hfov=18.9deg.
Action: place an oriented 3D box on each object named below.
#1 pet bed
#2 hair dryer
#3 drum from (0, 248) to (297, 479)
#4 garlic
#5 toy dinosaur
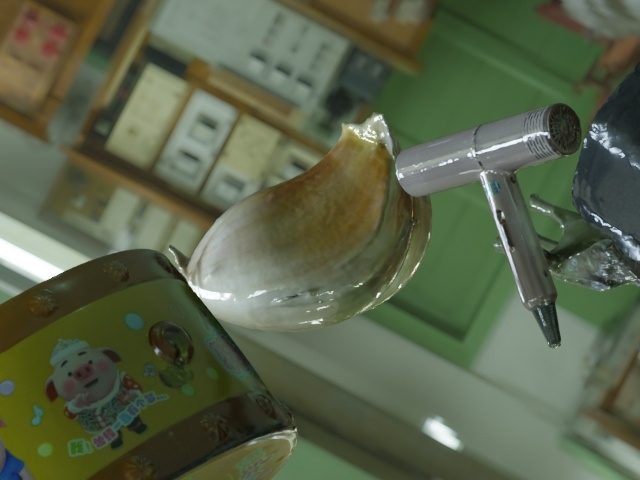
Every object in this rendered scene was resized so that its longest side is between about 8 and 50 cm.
[{"bbox_3d":[0.331,-0.044,1.577,0.211,0.183,0.159,41,-152,27],"label":"pet bed"},{"bbox_3d":[0.172,-0.002,1.816,0.053,0.220,0.195,-7,175,-45],"label":"hair dryer"},{"bbox_3d":[-0.246,0.215,1.767,0.214,0.431,0.431,54,-173,13],"label":"drum"},{"bbox_3d":[0.000,0.000,2.307,0.249,0.313,0.286,45,-179,-13],"label":"garlic"},{"bbox_3d":[0.309,0.010,2.214,0.162,0.077,0.294,24,-168,19],"label":"toy dinosaur"}]
